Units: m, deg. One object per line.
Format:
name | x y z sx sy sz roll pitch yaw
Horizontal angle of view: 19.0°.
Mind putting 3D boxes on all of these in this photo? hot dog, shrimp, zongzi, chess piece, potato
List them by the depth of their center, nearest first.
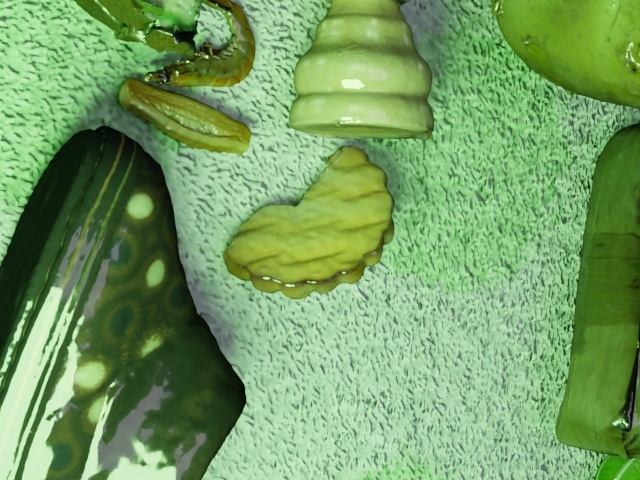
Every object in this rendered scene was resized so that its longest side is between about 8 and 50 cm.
shrimp | -0.115 -0.180 1.782 0.127 0.025 0.091 -22 105 -35
hot dog | -0.128 -0.111 1.784 0.137 0.028 0.044 20 59 -30
potato | 0.313 -0.232 1.815 0.270 0.359 0.219 -2 106 -19
chess piece | 0.042 -0.227 1.816 0.143 0.143 0.261 3 86 -27
zongzi | 0.450 0.056 1.991 0.393 0.174 0.356 6 89 -16

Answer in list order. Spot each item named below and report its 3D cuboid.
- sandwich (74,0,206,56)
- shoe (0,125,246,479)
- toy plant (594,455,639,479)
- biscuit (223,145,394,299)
sandwich | -0.188 -0.325 1.695 0.292 0.109 0.212 42 66 -29
shoe | -0.176 0.106 1.696 0.237 0.171 0.384 19 87 -20
toy plant | 0.316 0.279 2.010 0.162 0.093 0.093 -47 113 -19
biscuit | 0.000 0.000 1.837 0.183 0.061 0.118 -34 67 -21
